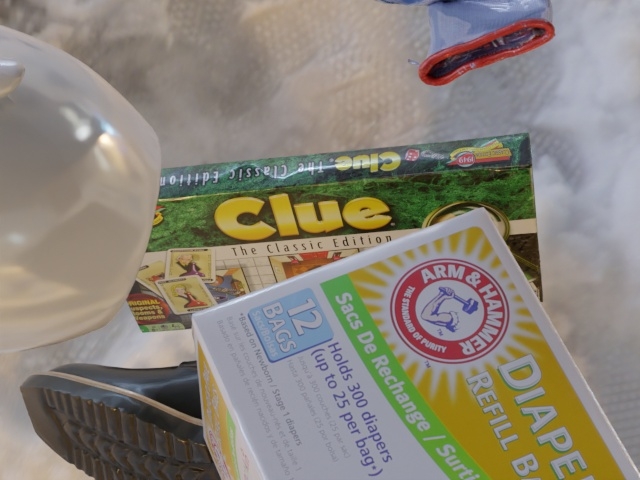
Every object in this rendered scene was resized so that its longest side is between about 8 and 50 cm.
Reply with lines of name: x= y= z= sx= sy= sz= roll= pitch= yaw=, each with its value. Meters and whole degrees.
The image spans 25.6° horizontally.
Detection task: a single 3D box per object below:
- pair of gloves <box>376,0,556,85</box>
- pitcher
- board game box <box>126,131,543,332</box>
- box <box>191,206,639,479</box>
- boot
pair of gloves: x=0.097 y=-0.122 z=0.488 sx=0.023 sy=0.198 sz=0.159 roll=52 pitch=28 yaw=-35
pitcher: x=-0.158 y=-0.041 z=0.501 sx=0.207 sy=0.178 sz=0.125 roll=16 pitch=56 yaw=-23
board game box: x=0.000 y=0.000 z=0.845 sx=0.260 sy=0.136 sz=0.030 roll=-5 pitch=49 yaw=9
box: x=0.045 y=0.108 z=0.466 sx=0.114 sy=0.103 sz=0.203 roll=-21 pitch=62 yaw=-13
boot: x=-0.033 y=0.066 z=0.698 sx=0.198 sy=0.076 sz=0.137 roll=13 pitch=49 yaw=18
